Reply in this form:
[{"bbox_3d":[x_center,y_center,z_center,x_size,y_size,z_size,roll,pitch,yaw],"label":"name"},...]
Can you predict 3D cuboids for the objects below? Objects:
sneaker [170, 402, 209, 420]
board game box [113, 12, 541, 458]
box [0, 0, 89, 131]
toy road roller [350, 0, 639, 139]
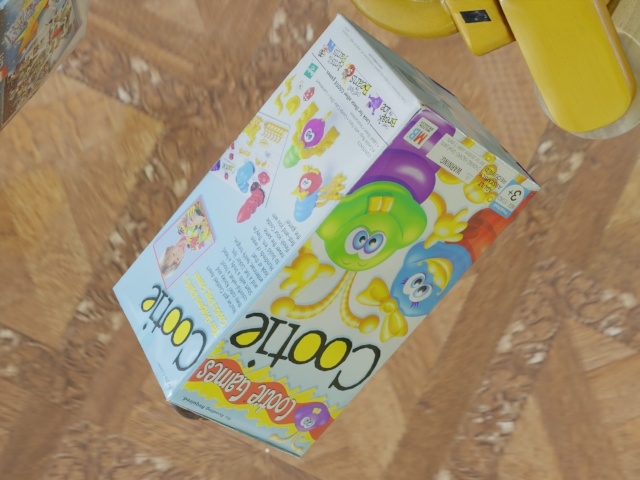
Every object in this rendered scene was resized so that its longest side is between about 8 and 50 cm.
[{"bbox_3d":[-0.116,0.094,1.581,0.087,0.227,0.130,-4,57,0],"label":"sneaker"},{"bbox_3d":[0.000,0.000,1.151,0.142,0.144,0.275,30,107,-39],"label":"board game box"},{"bbox_3d":[-0.263,-0.194,1.365,0.044,0.233,0.159,35,64,4],"label":"box"},{"bbox_3d":[0.171,-0.244,1.492,0.240,0.202,0.329,-21,106,29],"label":"toy road roller"}]
